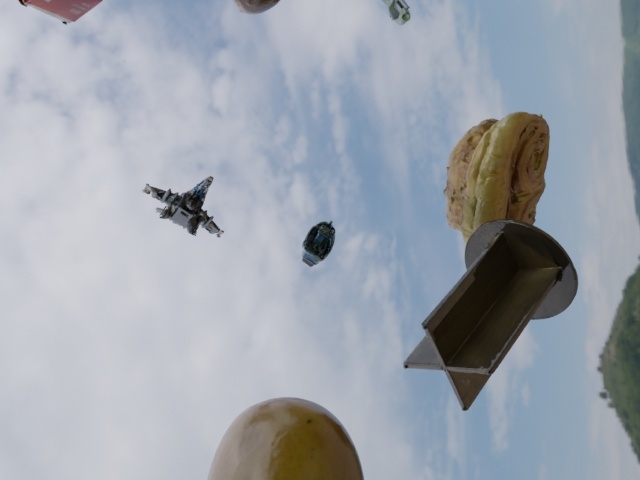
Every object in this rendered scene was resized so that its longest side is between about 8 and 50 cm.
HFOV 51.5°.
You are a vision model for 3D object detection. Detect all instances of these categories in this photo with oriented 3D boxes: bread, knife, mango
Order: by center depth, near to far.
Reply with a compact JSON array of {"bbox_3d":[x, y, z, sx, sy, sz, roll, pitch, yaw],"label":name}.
[{"bbox_3d":[-0.036,0.273,0.603,0.139,0.175,0.254,12,-120,-20],"label":"mango"},{"bbox_3d":[0.089,-0.285,0.801,0.184,0.022,0.026,-96,10,-60],"label":"knife"},{"bbox_3d":[0.290,-0.092,1.081,0.198,0.120,0.236,-31,-50,-39],"label":"bread"}]

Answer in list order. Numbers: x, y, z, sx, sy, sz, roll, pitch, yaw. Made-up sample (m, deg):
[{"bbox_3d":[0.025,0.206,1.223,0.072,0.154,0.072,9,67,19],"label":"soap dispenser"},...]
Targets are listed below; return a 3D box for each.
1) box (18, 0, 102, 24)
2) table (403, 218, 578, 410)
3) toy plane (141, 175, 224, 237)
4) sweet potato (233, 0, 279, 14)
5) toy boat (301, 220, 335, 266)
[{"bbox_3d":[-0.519,-0.506,1.263,0.133,0.099,0.182,59,-169,-3],"label":"box"},{"bbox_3d":[0.216,0.099,0.873,0.226,0.167,0.167,-41,-59,-38],"label":"table"},{"bbox_3d":[-0.188,-0.050,0.950,0.135,0.188,0.062,33,-108,-15],"label":"toy plane"},{"bbox_3d":[-0.061,-0.436,0.980,0.097,0.292,0.097,8,-108,-24],"label":"sweet potato"},{"bbox_3d":[0.000,0.000,1.334,0.060,0.061,0.137,36,-150,-2],"label":"toy boat"}]
